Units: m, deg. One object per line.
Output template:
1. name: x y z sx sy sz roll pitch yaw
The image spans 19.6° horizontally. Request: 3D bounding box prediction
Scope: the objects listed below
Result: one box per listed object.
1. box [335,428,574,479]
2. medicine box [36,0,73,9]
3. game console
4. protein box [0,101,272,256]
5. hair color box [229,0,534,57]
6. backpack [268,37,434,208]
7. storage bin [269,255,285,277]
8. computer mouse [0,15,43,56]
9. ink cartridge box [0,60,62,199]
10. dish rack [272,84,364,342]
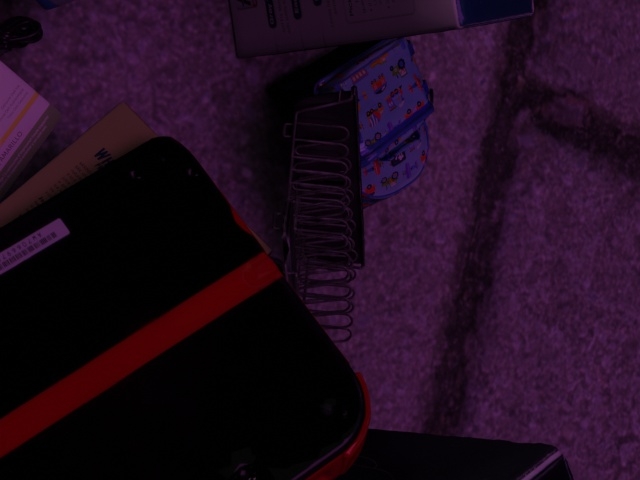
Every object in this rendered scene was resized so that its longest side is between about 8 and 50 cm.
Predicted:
1. box: -0.057 0.400 1.655 0.480 0.472 0.297 -31 110 -35
2. medicine box: -0.158 -0.378 1.665 0.149 0.289 0.263 44 52 -32
3. game console: -0.182 0.129 1.572 0.386 0.060 0.342 -33 76 -23
4. protein box: -0.193 0.025 1.704 0.200 0.136 0.201 45 66 4
5. hair color box: 0.044 -0.282 1.820 0.105 0.347 0.174 -14 99 -38
6. backpack: 0.048 -0.116 1.973 0.158 0.117 0.173 -32 112 -33
7. storage bin: -0.113 0.096 1.861 0.122 0.084 0.180 16 79 -37
8. computer mouse: -0.332 -0.258 1.716 0.106 0.042 0.193 -29 113 -30
9. ink cartridge box: -0.370 -0.119 1.657 0.235 0.056 0.171 42 76 -33
10. dish rack: 0.000 0.000 1.794 0.271 0.074 0.208 -84 171 -55
